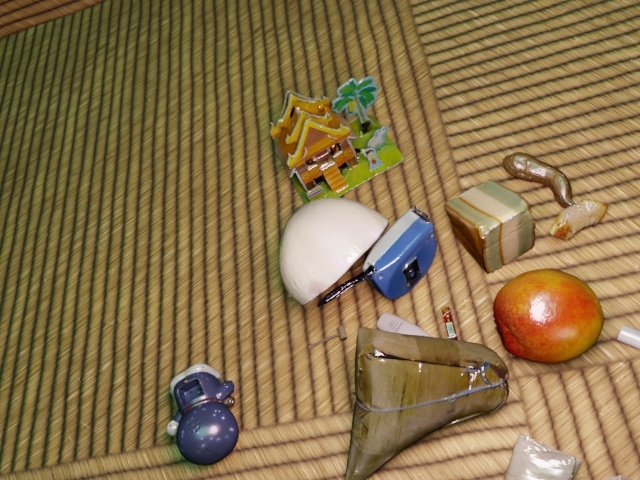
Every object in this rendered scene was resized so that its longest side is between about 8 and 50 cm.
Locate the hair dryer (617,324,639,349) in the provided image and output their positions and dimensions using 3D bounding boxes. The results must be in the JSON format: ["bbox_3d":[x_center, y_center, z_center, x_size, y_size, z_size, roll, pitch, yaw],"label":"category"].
[{"bbox_3d":[0.784,0.182,1.339,0.154,0.044,0.183,22,66,27],"label":"hair dryer"}]

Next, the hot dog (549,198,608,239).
[{"bbox_3d":[0.644,-0.055,1.497,0.168,0.078,0.061,-25,25,-8],"label":"hot dog"}]

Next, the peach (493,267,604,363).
[{"bbox_3d":[0.506,0.171,1.328,0.230,0.231,0.231,-8,60,14],"label":"peach"}]

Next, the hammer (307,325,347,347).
[{"bbox_3d":[0.016,0.263,1.565,0.110,0.019,0.036,-24,57,8],"label":"hammer"}]

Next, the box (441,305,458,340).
[{"bbox_3d":[0.323,0.211,1.467,0.023,0.051,0.082,-14,59,10],"label":"box"}]

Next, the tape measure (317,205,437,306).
[{"bbox_3d":[0.157,0.092,1.491,0.351,0.215,0.098,-43,58,-8],"label":"tape measure"}]

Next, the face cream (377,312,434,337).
[{"bbox_3d":[0.226,0.246,1.481,0.182,0.051,0.072,32,76,29],"label":"face cream"}]

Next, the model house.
[{"bbox_3d":[0.040,-0.310,1.704,0.357,0.313,0.243,-28,59,1],"label":"model house"}]

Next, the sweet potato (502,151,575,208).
[{"bbox_3d":[0.596,-0.170,1.584,0.233,0.062,0.081,40,95,28],"label":"sweet potato"}]

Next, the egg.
[{"bbox_3d":[0.000,0.000,1.519,0.201,0.337,0.337,44,80,-2],"label":"egg"}]

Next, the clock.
[{"bbox_3d":[-0.301,0.451,1.499,0.199,0.147,0.243,-27,49,-2],"label":"clock"}]

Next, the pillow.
[{"bbox_3d":[0.455,0.518,1.239,0.134,0.078,0.182,18,77,25],"label":"pillow"}]

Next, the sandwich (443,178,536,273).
[{"bbox_3d":[0.418,-0.063,1.483,0.155,0.227,0.198,-31,57,0],"label":"sandwich"}]

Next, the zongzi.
[{"bbox_3d":[0.240,0.409,1.351,0.355,0.174,0.394,6,97,-2],"label":"zongzi"}]

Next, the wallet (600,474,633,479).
[{"bbox_3d":[0.577,0.618,1.118,0.275,0.068,0.335,-42,76,-4],"label":"wallet"}]
